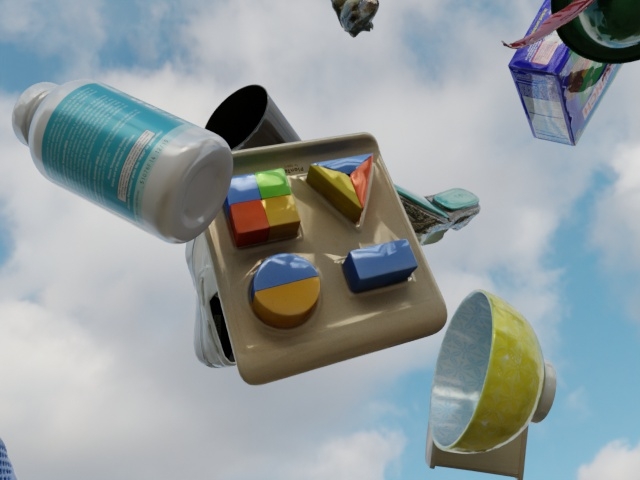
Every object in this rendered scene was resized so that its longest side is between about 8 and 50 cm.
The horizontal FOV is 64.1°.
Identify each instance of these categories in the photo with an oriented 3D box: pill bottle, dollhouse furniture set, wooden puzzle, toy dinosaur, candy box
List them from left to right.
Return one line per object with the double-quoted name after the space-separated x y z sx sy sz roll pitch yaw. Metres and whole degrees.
-0.255 -0.111 0.648 0.263 0.146 0.146 26 -57 13 "pill bottle"
0.000 0.000 0.755 0.321 0.348 0.080 -12 -19 -18 "wooden puzzle"
0.040 -0.312 0.620 0.063 0.268 0.118 -6 -67 11 "toy dinosaur"
0.321 0.479 1.204 0.197 0.303 0.287 9 -96 0 "dollhouse furniture set"
0.576 -0.410 1.174 0.317 0.122 0.268 32 -93 -54 "candy box"

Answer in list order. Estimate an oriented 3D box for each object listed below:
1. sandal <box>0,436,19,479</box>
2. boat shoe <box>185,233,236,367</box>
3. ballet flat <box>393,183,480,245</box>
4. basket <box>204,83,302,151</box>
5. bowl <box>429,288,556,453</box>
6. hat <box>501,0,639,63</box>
-0.325 0.353 0.572 0.138 0.126 0.318 -11 -74 -5 "sandal"
-0.172 0.084 0.878 0.096 0.268 0.088 8 -13 -43 "boat shoe"
0.317 -0.062 1.505 0.482 0.164 0.182 -5 -53 -50 "ballet flat"
-0.141 -0.246 1.271 0.204 0.154 0.226 -37 -33 16 "basket"
0.315 0.244 0.908 0.155 0.290 0.290 16 -58 0 "bowl"
0.338 -0.250 0.549 0.173 0.184 0.208 42 -53 -8 "hat"
